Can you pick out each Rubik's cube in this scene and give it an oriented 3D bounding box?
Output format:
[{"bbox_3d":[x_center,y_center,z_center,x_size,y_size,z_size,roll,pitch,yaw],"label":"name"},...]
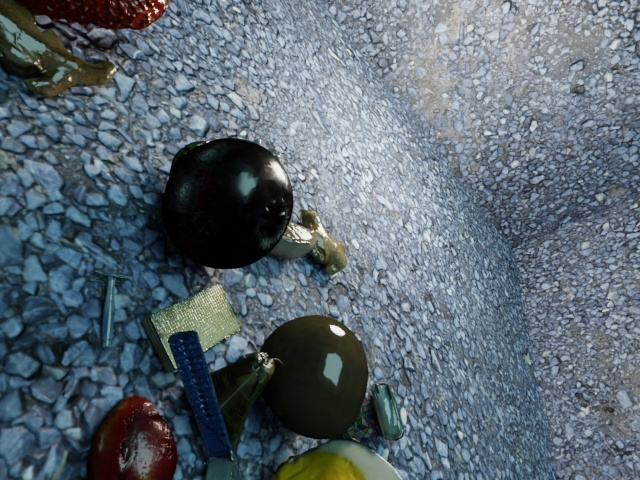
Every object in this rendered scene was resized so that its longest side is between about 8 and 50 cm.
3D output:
[{"bbox_3d":[0.088,0.453,1.090,0.093,0.111,0.111,32,35,7],"label":"Rubik's cube"}]

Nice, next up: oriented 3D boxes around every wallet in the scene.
[{"bbox_3d":[0.178,0.451,1.147,0.202,0.059,0.141,70,3,-67],"label":"wallet"}]

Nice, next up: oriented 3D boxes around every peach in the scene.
[{"bbox_3d":[-0.293,0.333,0.690,0.127,0.092,0.172,15,56,-43],"label":"peach"}]

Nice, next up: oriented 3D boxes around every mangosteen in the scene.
[{"bbox_3d":[-0.217,-0.084,0.955,0.300,0.300,0.301,32,43,-35],"label":"mangosteen"}]

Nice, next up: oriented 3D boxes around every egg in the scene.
[{"bbox_3d":[0.030,0.564,0.792,0.337,0.336,0.201,-62,146,-51],"label":"egg"}]

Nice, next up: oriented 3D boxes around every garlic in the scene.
[{"bbox_3d":[-0.086,0.000,1.192,0.195,0.087,0.102,12,61,-31],"label":"garlic"}]

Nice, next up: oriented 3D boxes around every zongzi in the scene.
[{"bbox_3d":[-0.139,0.319,0.826,0.184,0.187,0.084,62,12,1],"label":"zongzi"}]

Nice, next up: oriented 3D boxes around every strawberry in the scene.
[{"bbox_3d":[-0.504,-0.606,0.937,0.350,0.267,0.312,19,44,-21],"label":"strawberry"}]

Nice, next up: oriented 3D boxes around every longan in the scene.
[{"bbox_3d":[-0.019,0.289,0.939,0.258,0.258,0.258,32,43,-35],"label":"longan"}]

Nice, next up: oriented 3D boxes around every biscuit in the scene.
[{"bbox_3d":[-0.258,0.176,0.897,0.199,0.040,0.121,-23,82,-57],"label":"biscuit"}]

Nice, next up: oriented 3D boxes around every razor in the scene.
[{"bbox_3d":[-0.384,0.126,0.782,0.068,0.040,0.135,17,59,-44],"label":"razor"}]

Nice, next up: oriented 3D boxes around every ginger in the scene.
[{"bbox_3d":[-0.001,0.003,1.327,0.213,0.074,0.137,55,29,-15],"label":"ginger"},{"bbox_3d":[-0.592,-0.388,0.854,0.333,0.080,0.166,35,56,-42],"label":"ginger"}]

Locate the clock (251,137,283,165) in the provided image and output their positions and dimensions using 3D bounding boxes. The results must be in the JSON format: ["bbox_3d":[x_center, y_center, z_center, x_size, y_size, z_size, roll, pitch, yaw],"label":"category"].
[{"bbox_3d":[-0.145,-0.210,1.290,0.117,0.080,0.176,11,55,-49],"label":"clock"}]

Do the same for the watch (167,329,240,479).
[{"bbox_3d":[-0.205,0.339,0.720,0.277,0.068,0.275,-94,170,-46],"label":"watch"}]
